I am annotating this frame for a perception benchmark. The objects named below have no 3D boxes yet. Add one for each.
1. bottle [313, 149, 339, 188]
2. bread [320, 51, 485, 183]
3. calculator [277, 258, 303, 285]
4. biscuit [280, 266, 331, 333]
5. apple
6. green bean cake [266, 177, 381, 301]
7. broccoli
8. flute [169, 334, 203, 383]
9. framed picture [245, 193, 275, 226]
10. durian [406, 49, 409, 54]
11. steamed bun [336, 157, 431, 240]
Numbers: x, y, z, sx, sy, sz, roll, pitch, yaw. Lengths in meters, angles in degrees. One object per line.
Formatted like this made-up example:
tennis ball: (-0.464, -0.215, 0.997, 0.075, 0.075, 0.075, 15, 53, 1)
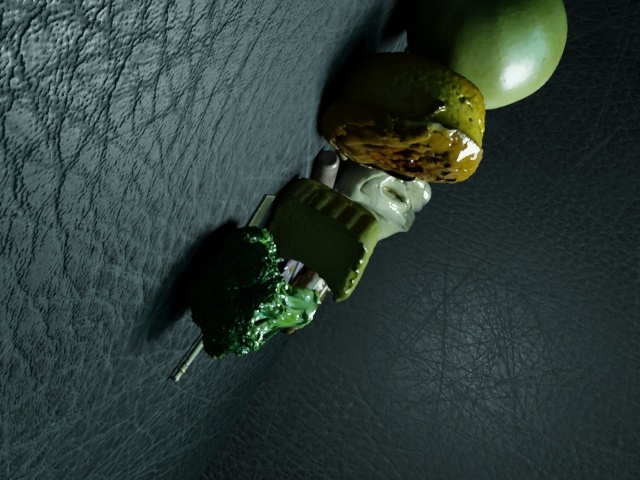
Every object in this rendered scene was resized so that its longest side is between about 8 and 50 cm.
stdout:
bottle: (0.012, -0.163, 1.695, 0.053, 0.053, 0.140, -54, 171, -22)
bread: (0.177, -0.251, 1.482, 0.358, 0.337, 0.204, 64, 39, -80)
calculator: (-0.124, 0.120, 2.076, 0.294, 0.043, 0.194, -46, 168, -42)
biscuit: (-0.043, 0.155, 2.281, 0.332, 0.103, 0.332, -51, -175, 6)
apple: (0.356, -0.464, 1.544, 0.357, 0.357, 0.357, -56, 172, -11)
green bean cake: (0.003, -0.004, 1.596, 0.124, 0.236, 0.233, -51, 169, -44)
broccoli: (-0.126, 0.101, 1.311, 0.269, 0.242, 0.261, -14, -124, 58)
flute: (-0.267, 0.226, 1.630, 0.233, 0.027, 0.027, -54, 172, -17)
framed picture: (-0.125, -0.055, 1.444, 0.089, 0.007, 0.066, -58, 173, 8)
durian: (0.309, -0.554, 1.902, 0.351, 0.158, 0.169, -58, -153, 7)
steamed bun: (0.182, -0.159, 1.927, 0.339, 0.248, 0.352, 88, 25, -70)
